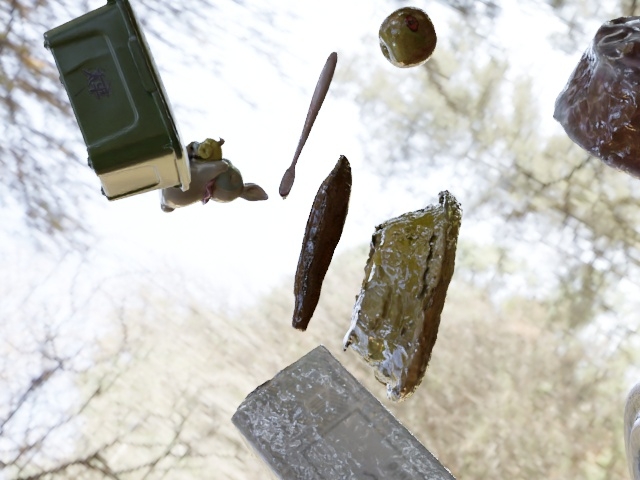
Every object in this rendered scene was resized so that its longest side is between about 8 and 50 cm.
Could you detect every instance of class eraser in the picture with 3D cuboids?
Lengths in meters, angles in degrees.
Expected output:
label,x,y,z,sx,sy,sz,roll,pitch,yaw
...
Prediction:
label,x,y,z,sx,sy,sz,roll,pitch,yaw
eraser,0.089,0.229,0.718,0.096,0.404,0.098,-36,-44,-12

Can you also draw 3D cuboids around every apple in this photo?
label,x,y,z,sx,sy,sz,roll,pitch,yaw
apple,0.110,-0.260,1.424,0.071,0.084,0.084,-22,-34,-16

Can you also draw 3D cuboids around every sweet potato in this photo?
label,x,y,z,sx,sy,sz,roll,pitch,yaw
sweet potato,0.001,0.001,1.502,0.057,0.057,0.264,61,-138,-65

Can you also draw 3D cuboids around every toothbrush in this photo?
label,x,y,z,sx,sy,sz,roll,pitch,yaw
toothbrush,-0.020,-0.207,1.971,0.029,0.025,0.307,94,-165,-69

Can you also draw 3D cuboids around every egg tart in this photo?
label,x,y,z,sx,sy,sz,roll,pitch,yaw
egg tart,0.108,0.070,1.519,0.315,0.120,0.315,16,-90,-89

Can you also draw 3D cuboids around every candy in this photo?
label,x,y,z,sx,sy,sz,roll,pitch,yaw
candy,0.398,-0.141,1.165,0.214,0.290,0.157,-99,23,-44

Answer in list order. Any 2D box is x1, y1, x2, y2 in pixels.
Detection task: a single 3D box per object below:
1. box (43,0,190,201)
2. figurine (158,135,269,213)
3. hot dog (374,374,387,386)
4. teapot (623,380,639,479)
label,x,y,z,sx,sy,sz,roll,pitch,yaw
box,-0.358,-0.240,1.955,0.178,0.328,0.253,-19,-14,-6
figurine,-0.233,-0.144,2.398,0.127,0.236,0.155,169,97,-76
hot dog,0.134,0.126,1.837,0.076,0.102,0.249,-28,-61,-61
teapot,0.534,0.280,1.360,0.321,0.239,0.239,-135,35,-82
